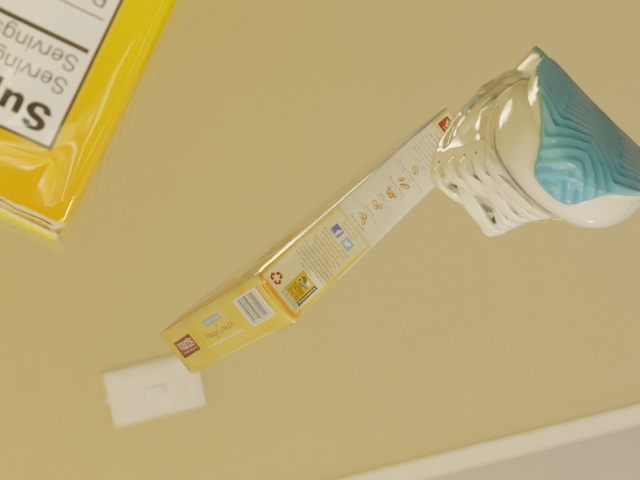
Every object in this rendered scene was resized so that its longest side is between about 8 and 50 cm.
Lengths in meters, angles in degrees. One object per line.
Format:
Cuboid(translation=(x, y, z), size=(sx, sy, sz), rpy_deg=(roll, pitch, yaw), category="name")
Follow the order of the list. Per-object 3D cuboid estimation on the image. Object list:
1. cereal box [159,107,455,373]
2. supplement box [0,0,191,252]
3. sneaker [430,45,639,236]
Cuboid(translation=(0.000, 0.000, 0.768), size=(0.047, 0.240, 0.173), rpy_deg=(52, 145, -4), category="cereal box")
Cuboid(translation=(-0.116, -0.195, 0.394), size=(0.356, 0.194, 0.195), rpy_deg=(-66, 11, -8), category="supplement box")
Cuboid(translation=(0.110, -0.040, 0.511), size=(0.087, 0.092, 0.228), rpy_deg=(46, -165, -3), category="sneaker")
